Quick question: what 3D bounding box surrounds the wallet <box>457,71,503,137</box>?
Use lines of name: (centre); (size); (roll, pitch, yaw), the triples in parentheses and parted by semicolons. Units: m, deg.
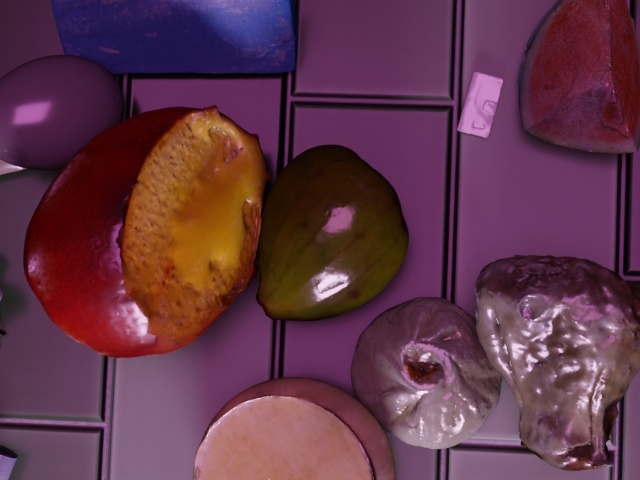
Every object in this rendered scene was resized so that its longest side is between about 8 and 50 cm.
wallet: (0.211, -0.178, 1.954); (0.044, 0.011, 0.083); (15, 86, 5)

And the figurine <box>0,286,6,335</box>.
figurine: (-0.493, 0.083, 1.930); (0.147, 0.126, 0.192); (37, 72, 16)

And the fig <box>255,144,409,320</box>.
fig: (0.000, 0.000, 1.855); (0.225, 0.203, 0.203); (-41, 84, -5)

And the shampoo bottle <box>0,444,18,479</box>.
shampoo bottle: (-0.456, 0.369, 1.925); (0.072, 0.072, 0.214); (24, 89, 6)

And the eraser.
eraser: (-0.187, -0.277, 1.929); (0.311, 0.144, 0.043); (0, 52, 4)

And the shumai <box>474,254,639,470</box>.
shumai: (0.293, 0.148, 1.792); (0.260, 0.225, 0.222); (39, 57, -27)

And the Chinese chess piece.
Chinese chess piece: (-0.032, 0.299, 1.854); (0.257, 0.104, 0.257); (2, 98, 16)

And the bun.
bun: (0.135, 0.170, 1.878); (0.195, 0.118, 0.196); (0, 86, 1)

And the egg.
egg: (-0.347, -0.165, 1.914); (0.198, 0.146, 0.146); (-15, 83, -32)

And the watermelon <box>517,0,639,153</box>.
watermelon: (0.329, -0.221, 1.916); (0.146, 0.128, 0.231); (-9, 69, 30)

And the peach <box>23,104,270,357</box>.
peach: (-0.201, -0.017, 1.849); (0.338, 0.281, 0.281); (-40, 84, -1)

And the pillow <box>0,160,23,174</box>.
pillow: (-0.490, -0.127, 1.979); (0.208, 0.053, 0.119); (-17, 84, 5)
